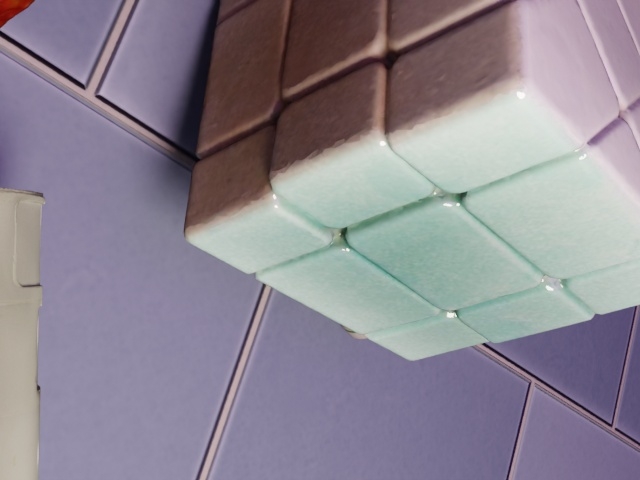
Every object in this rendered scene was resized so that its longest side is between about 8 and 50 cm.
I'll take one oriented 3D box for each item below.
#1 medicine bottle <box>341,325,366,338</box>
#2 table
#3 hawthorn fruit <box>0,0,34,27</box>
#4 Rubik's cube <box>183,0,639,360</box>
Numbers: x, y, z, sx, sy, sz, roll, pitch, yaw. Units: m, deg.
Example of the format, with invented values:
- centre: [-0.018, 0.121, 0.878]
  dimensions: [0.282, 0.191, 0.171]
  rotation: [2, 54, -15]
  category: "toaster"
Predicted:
- centre: [0.000, 0.000, 0.883]
  dimensions: [0.220, 0.061, 0.092]
  rotation: [51, 32, -31]
  category: "medicine bottle"
- centre: [-0.253, 0.073, 0.583]
  dimensions: [0.126, 0.126, 0.219]
  rotation: [3, 88, -44]
  category: "table"
- centre: [-0.249, -0.214, 0.563]
  dimensions: [0.190, 0.190, 0.251]
  rotation: [-21, 118, -42]
  category: "hawthorn fruit"
- centre: [0.112, -0.113, 0.760]
  dimensions: [0.322, 0.316, 0.318]
  rotation: [31, 51, -38]
  category: "Rubik's cube"
